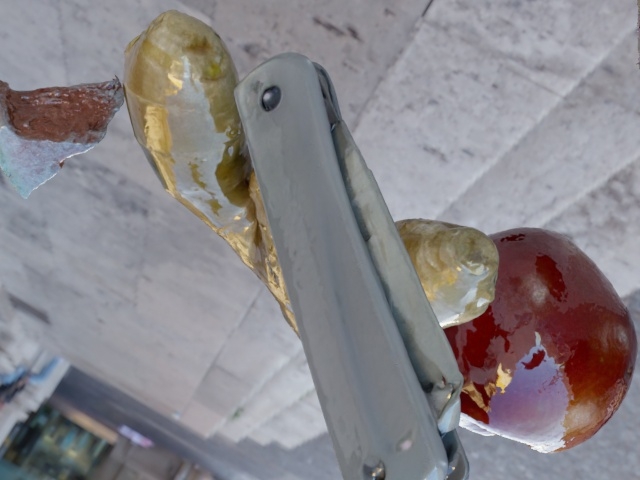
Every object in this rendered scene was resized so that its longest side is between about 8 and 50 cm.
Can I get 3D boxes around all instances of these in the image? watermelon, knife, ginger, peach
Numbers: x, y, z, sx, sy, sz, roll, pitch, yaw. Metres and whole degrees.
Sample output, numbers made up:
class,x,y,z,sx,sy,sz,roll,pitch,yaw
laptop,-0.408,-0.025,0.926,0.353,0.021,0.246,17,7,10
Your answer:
class,x,y,z,sx,sy,sz,roll,pitch,yaw
watermelon,-0.293,-0.110,1.236,0.158,0.097,0.121,-3,142,-19
knife,0.014,0.012,0.575,0.041,0.265,0.073,14,137,-45
ginger,-0.021,0.004,0.967,0.363,0.122,0.348,30,153,15
peach,0.221,0.102,1.203,0.244,0.243,0.199,27,177,11

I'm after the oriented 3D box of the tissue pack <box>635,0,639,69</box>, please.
class,x,y,z,sx,sy,sz,roll,pitch,yaw
tissue pack,0.432,-0.227,1.059,0.257,0.215,0.123,-18,128,28
